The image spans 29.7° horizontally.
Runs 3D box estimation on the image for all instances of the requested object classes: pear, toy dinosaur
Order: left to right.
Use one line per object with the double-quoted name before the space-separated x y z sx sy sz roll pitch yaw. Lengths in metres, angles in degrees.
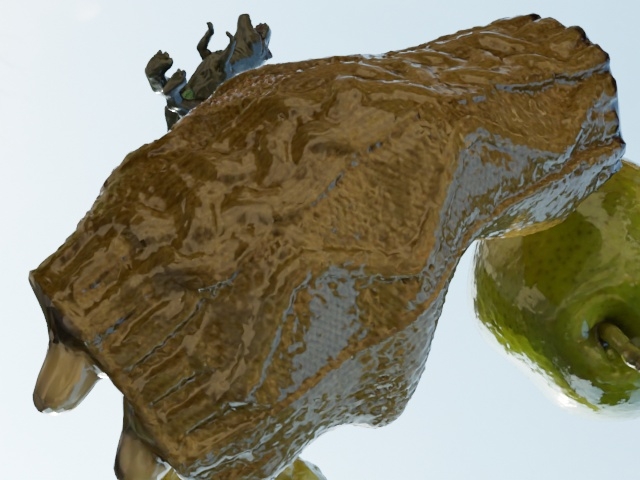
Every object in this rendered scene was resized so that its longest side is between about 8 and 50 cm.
"toy dinosaur" -0.100 -0.137 1.285 0.187 0.179 0.087 -39 -140 -1
"pear" 0.178 0.038 0.777 0.166 0.180 0.216 -31 -170 17

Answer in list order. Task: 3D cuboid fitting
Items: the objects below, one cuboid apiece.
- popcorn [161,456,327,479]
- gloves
"popcorn" -0.068 0.241 0.927 0.195 0.168 0.174 132 -29 -53
"gloves" 0.001 -0.016 0.629 0.356 0.155 0.203 -38 -144 -23
